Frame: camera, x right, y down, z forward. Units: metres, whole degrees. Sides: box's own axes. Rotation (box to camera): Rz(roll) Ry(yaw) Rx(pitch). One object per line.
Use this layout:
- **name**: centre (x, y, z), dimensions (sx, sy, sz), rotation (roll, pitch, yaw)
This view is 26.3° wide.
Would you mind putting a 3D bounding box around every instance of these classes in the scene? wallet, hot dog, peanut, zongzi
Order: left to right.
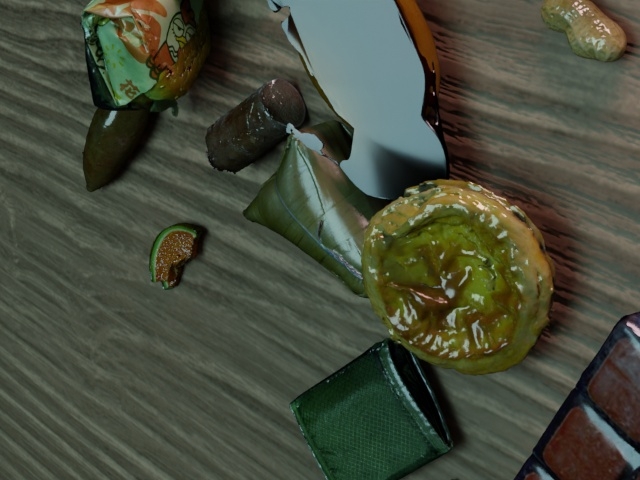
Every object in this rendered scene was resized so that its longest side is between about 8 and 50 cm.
- **zongzi**: centre (0.000, 0.000, 1.730), dimensions (0.228, 0.115, 0.256), rotation (60, 141, 10)
- **hot dog**: centre (0.055, -0.204, 1.626), dimensions (0.194, 0.107, 0.326), rotation (-10, 95, 28)
- **wallet**: centre (0.064, 0.232, 1.740), dimensions (0.236, 0.055, 0.160), rotation (-40, 72, 48)
- **peanut**: centre (0.276, -0.225, 1.444), dimensions (0.113, 0.054, 0.054), rotation (47, 127, 32)

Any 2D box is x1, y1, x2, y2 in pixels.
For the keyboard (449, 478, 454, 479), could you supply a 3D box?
- **keyboard**: centre (0.202, 0.361, 1.649), dimensions (0.166, 0.017, 0.055), rotation (47, 132, 30)

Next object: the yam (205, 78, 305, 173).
- **yam**: centre (-0.089, -0.150, 1.811), dimensions (0.141, 0.079, 0.079), rotation (-31, 75, 42)

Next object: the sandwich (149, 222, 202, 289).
- **sandwich**: centre (-0.211, 0.015, 1.997), dimensions (0.067, 0.029, 0.135), rotation (56, 130, 16)

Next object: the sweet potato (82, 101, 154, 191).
- **sweet potato**: centre (-0.293, -0.203, 2.009), dimensions (0.108, 0.079, 0.346), rotation (46, 124, 45)

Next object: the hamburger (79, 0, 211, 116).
- **hamburger**: centre (-0.220, -0.262, 1.851), dimensions (0.125, 0.214, 0.235), rotation (2, 123, 32)

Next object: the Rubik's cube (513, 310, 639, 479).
- **Rubik's cube**: centre (0.391, 0.267, 1.210), dimensions (0.344, 0.337, 0.344), rotation (49, 128, 29)

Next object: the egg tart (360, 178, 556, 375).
- **egg tart**: centre (0.160, 0.036, 1.551), dimensions (0.241, 0.106, 0.241), rotation (14, 119, 26)
